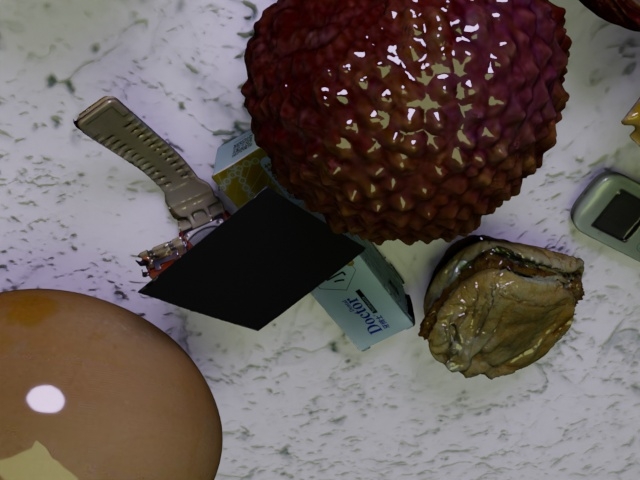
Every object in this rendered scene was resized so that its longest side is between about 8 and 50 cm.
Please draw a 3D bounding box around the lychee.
[{"bbox_3d":[0.081,-0.141,0.766,0.306,0.306,0.330,-28,134,11],"label":"lychee"}]

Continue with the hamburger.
[{"bbox_3d":[0.221,0.075,1.031,0.206,0.130,0.183,10,124,-34],"label":"hamburger"}]

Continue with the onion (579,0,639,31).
[{"bbox_3d":[0.277,-0.326,0.705,0.216,0.207,0.206,-38,136,-8],"label":"onion"}]

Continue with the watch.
[{"bbox_3d":[-0.154,-0.022,0.860,0.102,0.164,0.268,-24,158,8],"label":"watch"}]

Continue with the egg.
[{"bbox_3d":[-0.291,0.209,0.939,0.374,0.301,0.301,16,119,-17],"label":"egg"}]

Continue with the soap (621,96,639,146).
[{"bbox_3d":[0.496,-0.149,0.756,0.293,0.156,0.335,41,74,5],"label":"soap"}]

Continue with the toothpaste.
[{"bbox_3d":[0.000,0.000,0.979,0.089,0.071,0.312,-29,121,16],"label":"toothpaste"}]

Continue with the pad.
[{"bbox_3d":[-0.059,0.029,0.856,0.164,0.004,0.243,-38,153,11],"label":"pad"}]

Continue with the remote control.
[{"bbox_3d":[0.449,0.001,1.044,0.310,0.038,0.090,24,116,-19],"label":"remote control"}]
